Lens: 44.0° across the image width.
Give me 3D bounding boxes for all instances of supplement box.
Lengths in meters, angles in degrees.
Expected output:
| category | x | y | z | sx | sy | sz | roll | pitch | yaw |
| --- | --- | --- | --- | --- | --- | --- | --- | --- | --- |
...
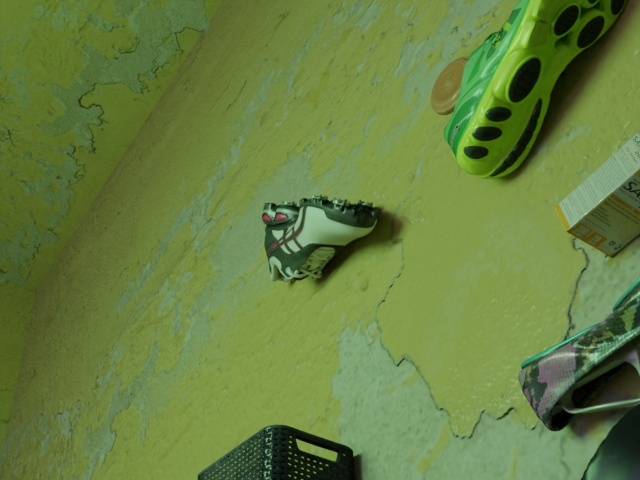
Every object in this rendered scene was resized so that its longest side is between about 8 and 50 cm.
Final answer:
| category | x | y | z | sx | sy | sz | roll | pitch | yaw |
| --- | --- | --- | --- | --- | --- | --- | --- | --- | --- |
| supplement box | 0.264 | -0.037 | 0.688 | 0.098 | 0.062 | 0.036 | -48 | 30 | 31 |

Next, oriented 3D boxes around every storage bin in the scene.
| category | x | y | z | sx | sy | sz | roll | pitch | yaw |
| --- | --- | --- | --- | --- | --- | --- | --- | --- | --- |
| storage bin | -0.055 | 0.295 | 0.905 | 0.180 | 0.122 | 0.084 | -41 | 35 | 38 |

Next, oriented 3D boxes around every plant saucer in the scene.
| category | x | y | z | sx | sy | sz | roll | pitch | yaw |
| --- | --- | --- | --- | --- | --- | --- | --- | --- | --- |
| plant saucer | 0.174 | -0.206 | 1.045 | 0.083 | 0.013 | 0.083 | -41 | 35 | 37 |

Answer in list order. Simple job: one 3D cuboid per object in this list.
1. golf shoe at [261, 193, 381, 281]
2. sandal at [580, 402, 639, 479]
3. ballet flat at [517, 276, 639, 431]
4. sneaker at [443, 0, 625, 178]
| category | x | y | z | sx | sy | sz | roll | pitch | yaw |
| --- | --- | --- | --- | --- | --- | --- | --- | --- | --- |
| golf shoe | 0.000 | 0.000 | 1.112 | 0.273 | 0.105 | 0.120 | 173 | 103 | -65 |
| sandal | 0.131 | 0.301 | 0.535 | 0.446 | 0.167 | 0.107 | -56 | 33 | -4 |
| ballet flat | 0.247 | 0.083 | 0.621 | 0.221 | 0.077 | 0.079 | -49 | 49 | 37 |
| sneaker | 0.220 | -0.214 | 0.865 | 0.295 | 0.109 | 0.123 | -59 | 32 | 12 |
